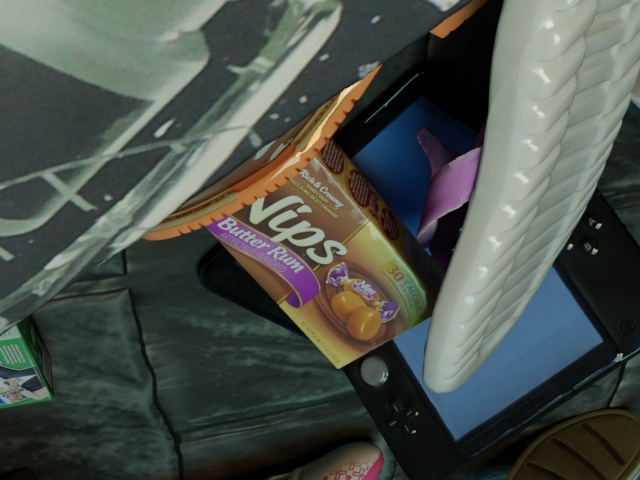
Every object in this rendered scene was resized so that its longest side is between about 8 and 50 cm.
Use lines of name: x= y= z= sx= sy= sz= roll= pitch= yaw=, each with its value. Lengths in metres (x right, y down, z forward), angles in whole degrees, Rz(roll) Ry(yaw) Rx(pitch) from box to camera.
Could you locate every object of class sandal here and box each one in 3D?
sandal: x=0.120 y=-0.064 z=0.712 sx=0.169 sy=0.102 sz=0.416 roll=-36 pitch=151 yaw=-36

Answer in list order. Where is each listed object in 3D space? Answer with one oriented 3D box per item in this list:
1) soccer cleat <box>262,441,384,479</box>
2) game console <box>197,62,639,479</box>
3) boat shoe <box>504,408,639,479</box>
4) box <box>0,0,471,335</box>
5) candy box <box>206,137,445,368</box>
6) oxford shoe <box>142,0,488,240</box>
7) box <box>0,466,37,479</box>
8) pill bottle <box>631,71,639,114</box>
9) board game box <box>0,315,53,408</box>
soccer cleat: x=-0.082 y=0.306 z=1.143 sx=0.331 sy=0.143 sz=0.116 roll=-43 pitch=177 yaw=-10
game console: x=0.090 y=0.045 z=0.892 sx=0.293 sy=0.250 sz=0.173 roll=-41 pitch=160 yaw=27
boat shoe: x=0.256 y=0.313 z=1.227 sx=0.302 sy=0.113 sz=0.103 roll=-38 pitch=136 yaw=-13
box: x=-0.248 y=-0.197 z=0.362 sx=0.472 sy=0.297 sz=0.480 roll=-35 pitch=130 yaw=18
candy box: x=0.000 y=0.000 z=0.836 sx=0.109 sy=0.053 sz=0.186 roll=-32 pitch=113 yaw=24
oxford shoe: x=-0.022 y=-0.144 z=0.695 sx=0.364 sy=0.130 sz=0.133 roll=-42 pitch=116 yaw=19
box: x=-0.249 y=0.414 z=1.133 sx=0.077 sy=0.242 sz=0.307 roll=-27 pitch=141 yaw=-11
pill bottle: x=0.333 y=-0.099 z=0.807 sx=0.153 sy=0.153 sz=0.265 roll=-39 pitch=134 yaw=25
board game box: x=-0.339 y=0.059 z=0.819 sx=0.214 sy=0.046 sz=0.317 roll=-8 pitch=150 yaw=-6
